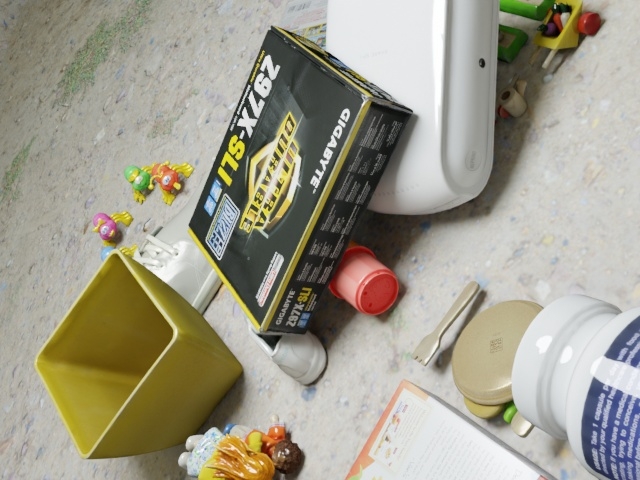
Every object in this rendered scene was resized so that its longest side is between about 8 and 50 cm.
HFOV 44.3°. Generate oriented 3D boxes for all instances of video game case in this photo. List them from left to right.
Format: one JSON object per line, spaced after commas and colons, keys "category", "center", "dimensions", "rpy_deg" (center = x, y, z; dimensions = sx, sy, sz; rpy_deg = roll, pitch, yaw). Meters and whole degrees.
{"category": "video game case", "center": [-0.018, -0.356, 1.402], "dimensions": [0.227, 0.026, 0.206], "rpy_deg": [3, 67, 49]}

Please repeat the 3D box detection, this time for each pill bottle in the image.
{"category": "pill bottle", "center": [0.285, 0.137, 0.594], "dimensions": [0.264, 0.153, 0.153], "rpy_deg": [22, 82, 52]}

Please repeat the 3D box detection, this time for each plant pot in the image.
{"category": "plant pot", "center": [-0.242, 0.175, 1.119], "dimensions": [0.212, 0.187, 0.212], "rpy_deg": [-53, 48, 7]}

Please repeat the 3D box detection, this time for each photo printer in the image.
{"category": "photo printer", "center": [0.106, -0.186, 0.995], "dimensions": [0.256, 0.107, 0.308], "rpy_deg": [6, 95, 54]}

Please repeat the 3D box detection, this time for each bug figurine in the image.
{"category": "bug figurine", "center": [-0.373, -0.058, 1.550], "dimensions": [0.279, 0.072, 0.216], "rpy_deg": [-58, 37, -1]}

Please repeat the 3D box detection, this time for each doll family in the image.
{"category": "doll family", "center": [-0.122, 0.326, 0.947], "dimensions": [0.163, 0.118, 0.263], "rpy_deg": [-1, 64, 48]}

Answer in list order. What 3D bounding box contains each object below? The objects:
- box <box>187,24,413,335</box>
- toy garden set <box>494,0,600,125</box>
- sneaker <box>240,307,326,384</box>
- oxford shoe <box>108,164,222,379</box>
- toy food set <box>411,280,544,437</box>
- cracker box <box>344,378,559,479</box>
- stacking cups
{"category": "box", "center": [-0.044, -0.081, 1.015], "dimensions": [0.257, 0.079, 0.322], "rpy_deg": [49, 120, 47]}
{"category": "toy garden set", "center": [0.222, -0.234, 1.020], "dimensions": [0.244, 0.049, 0.204], "rpy_deg": [-54, 37, 4]}
{"category": "sneaker", "center": [-0.072, 0.107, 1.070], "dimensions": [0.080, 0.094, 0.212], "rpy_deg": [-55, 36, 5]}
{"category": "oxford shoe", "center": [-0.257, 0.058, 1.291], "dimensions": [0.169, 0.130, 0.449], "rpy_deg": [16, 76, 54]}
{"category": "toy food set", "center": [0.190, 0.122, 0.818], "dimensions": [0.132, 0.038, 0.192], "rpy_deg": [-51, 31, -4]}
{"category": "cracker box", "center": [0.129, 0.257, 0.757], "dimensions": [0.156, 0.067, 0.232], "rpy_deg": [-59, 36, -1]}
{"category": "stacking cups", "center": [0.000, 0.000, 1.079], "dimensions": [0.096, 0.096, 0.316], "rpy_deg": [-57, 40, 1]}
